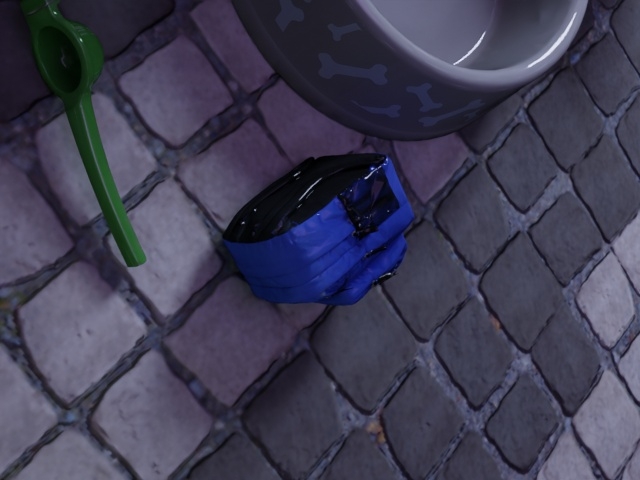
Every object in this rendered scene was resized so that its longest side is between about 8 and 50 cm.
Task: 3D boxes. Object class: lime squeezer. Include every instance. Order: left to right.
[{"bbox_3d":[-0.153,-0.142,0.607,0.110,0.059,0.310,24,67,-61],"label":"lime squeezer"}]

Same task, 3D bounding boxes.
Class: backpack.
[{"bbox_3d":[0.000,0.000,0.652,0.120,0.098,0.101,-35,107,-32],"label":"backpack"}]

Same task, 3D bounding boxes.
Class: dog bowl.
[{"bbox_3d":[0.086,-0.262,0.739,0.349,0.102,0.348,4,82,-33],"label":"dog bowl"}]
